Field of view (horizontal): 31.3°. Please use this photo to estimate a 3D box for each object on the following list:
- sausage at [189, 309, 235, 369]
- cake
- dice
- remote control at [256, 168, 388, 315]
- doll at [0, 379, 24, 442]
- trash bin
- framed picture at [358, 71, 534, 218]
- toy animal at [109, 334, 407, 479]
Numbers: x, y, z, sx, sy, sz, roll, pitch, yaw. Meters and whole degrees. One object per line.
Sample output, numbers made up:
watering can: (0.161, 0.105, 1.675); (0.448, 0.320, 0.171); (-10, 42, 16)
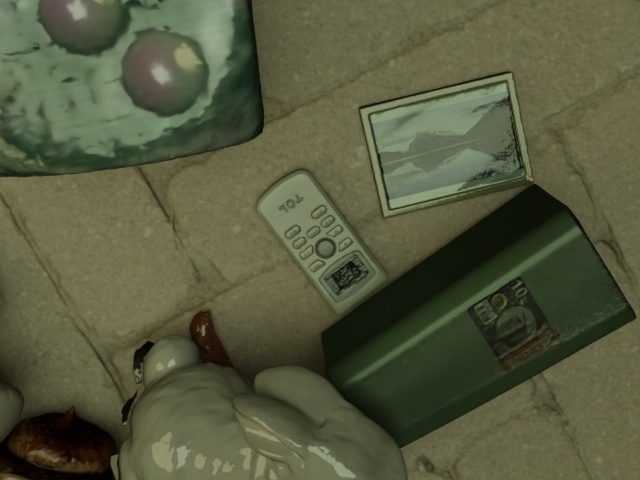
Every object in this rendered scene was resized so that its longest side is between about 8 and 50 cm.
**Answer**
sausage: (-0.130, 0.164, 1.485); (0.042, 0.036, 0.158); (-29, 102, -24)
cake: (-0.345, 0.357, 1.427); (0.196, 0.199, 0.293); (16, 98, -4)
dice: (-0.246, -0.253, 1.250); (0.348, 0.330, 0.328); (-8, 100, -1)
remote control: (0.000, 0.000, 1.466); (0.087, 0.029, 0.190); (-36, 100, 3)
doll: (-0.458, 0.137, 1.385); (0.251, 0.221, 0.221); (30, 98, 24)
trash bin: (0.182, 0.103, 1.402); (0.343, 0.223, 0.158); (-35, 101, 4)
framed picture: (0.162, -0.122, 1.461); (0.203, 0.015, 0.150); (-13, 102, -1)
toy animal: (-0.071, 0.237, 1.336); (0.357, 0.194, 0.258); (-8, 104, 37)
